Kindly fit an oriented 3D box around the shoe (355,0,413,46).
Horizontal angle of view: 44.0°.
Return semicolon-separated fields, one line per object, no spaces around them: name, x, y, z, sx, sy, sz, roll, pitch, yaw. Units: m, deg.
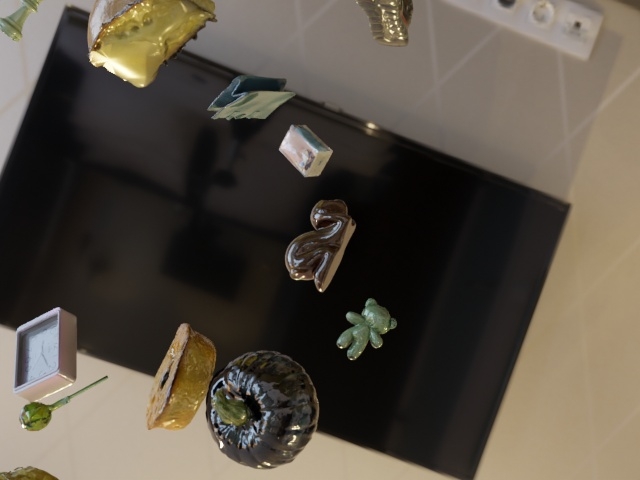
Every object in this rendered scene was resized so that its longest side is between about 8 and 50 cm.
shoe;0.161;-0.591;1.900;0.114;0.137;0.291;10;162;25

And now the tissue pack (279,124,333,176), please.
tissue pack;-0.032;-0.187;1.638;0.094;0.074;0.059;46;-145;24

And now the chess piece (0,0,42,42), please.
chess piece;-0.613;-0.488;1.663;0.059;0.149;0.059;40;177;2

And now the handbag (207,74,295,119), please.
handbag;-0.179;-0.368;2.078;0.221;0.144;0.057;-16;-106;-55

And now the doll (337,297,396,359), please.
doll;0.107;0.221;1.958;0.115;0.150;0.077;47;171;8

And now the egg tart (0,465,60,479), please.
egg tart;-0.632;0.599;1.775;0.294;0.123;0.294;17;135;18

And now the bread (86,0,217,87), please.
bread;-0.367;-0.458;1.631;0.204;0.262;0.162;14;-136;-62

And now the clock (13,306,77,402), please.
clock;-0.676;0.280;1.946;0.063;0.150;0.197;47;-157;-48

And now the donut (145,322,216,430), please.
donut;-0.380;0.383;2.177;0.110;0.303;0.303;22;179;-18

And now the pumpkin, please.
pumpkin;-0.157;0.415;1.923;0.296;0.296;0.296;20;180;0

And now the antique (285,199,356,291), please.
antique;0.000;0.000;2.193;0.143;0.257;0.121;25;175;17

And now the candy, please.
candy;-0.522;0.325;1.623;0.194;0.062;0.058;-29;-133;-31
